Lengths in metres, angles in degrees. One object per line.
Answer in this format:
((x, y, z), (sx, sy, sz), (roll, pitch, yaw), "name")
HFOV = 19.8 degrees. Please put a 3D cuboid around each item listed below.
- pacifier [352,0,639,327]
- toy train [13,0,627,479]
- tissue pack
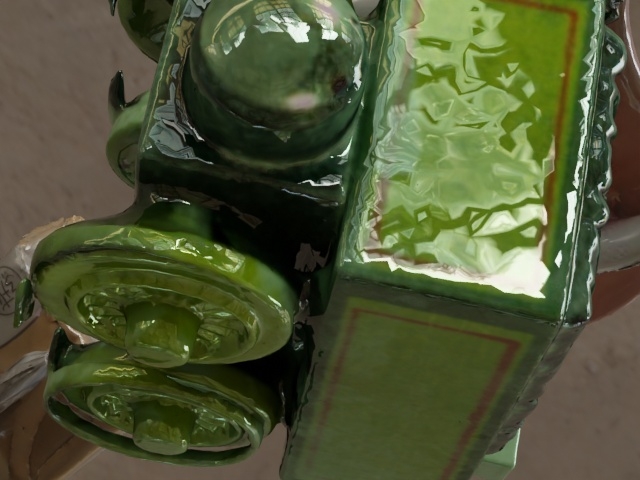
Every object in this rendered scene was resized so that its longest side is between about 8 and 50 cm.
((0.069, -0.096, 0.942), (0.220, 0.273, 0.332), (-24, 118, -7), "pacifier")
((0.000, 0.000, 0.668), (0.188, 0.272, 0.159), (12, 65, -2), "toy train")
((-0.322, 0.160, 1.821), (0.305, 0.239, 0.238), (-39, 125, 25), "tissue pack")
